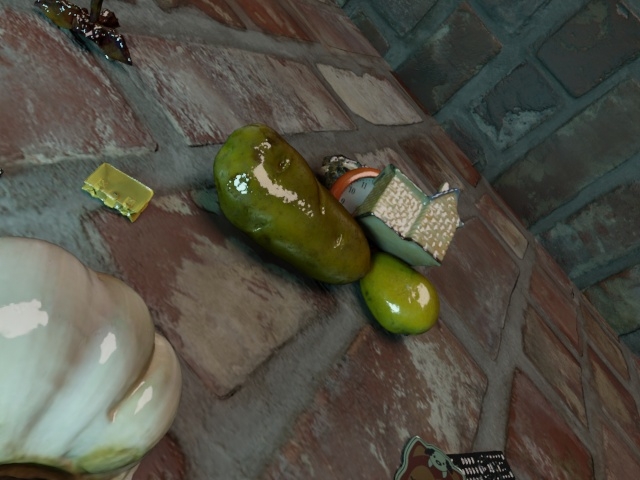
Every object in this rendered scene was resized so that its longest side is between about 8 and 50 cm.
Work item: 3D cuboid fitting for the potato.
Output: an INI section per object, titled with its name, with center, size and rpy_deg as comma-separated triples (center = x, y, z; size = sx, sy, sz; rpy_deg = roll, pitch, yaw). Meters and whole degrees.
[potato]
center = -0.043, -0.046, 0.779
size = 0.369, 0.176, 0.195
rpy_deg = 43, -1, -21

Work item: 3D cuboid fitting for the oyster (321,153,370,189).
[oyster]
center = 0.091, -0.102, 1.045
size = 0.260, 0.092, 0.198
rpy_deg = 62, 34, -12

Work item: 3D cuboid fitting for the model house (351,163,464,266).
[model house]
center = 0.182, -0.061, 0.874
size = 0.182, 0.166, 0.172
rpy_deg = 36, 75, -14

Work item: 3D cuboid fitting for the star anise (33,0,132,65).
[star anise]
center = -0.398, -0.416, 0.749
size = 0.158, 0.144, 0.141
rpy_deg = -6, 52, -51

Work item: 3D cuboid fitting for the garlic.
[garlic]
center = -0.245, 0.089, 0.369
size = 0.280, 0.185, 0.203
rpy_deg = 19, 27, -37

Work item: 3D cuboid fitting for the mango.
[mango]
center = 0.159, 0.108, 0.873
size = 0.195, 0.137, 0.098
rpy_deg = 56, -9, 18

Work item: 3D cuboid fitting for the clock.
[clock]
center = 0.102, -0.062, 0.948
size = 0.205, 0.205, 0.051
rpy_deg = 34, -8, -21

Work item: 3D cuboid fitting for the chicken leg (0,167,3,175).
[chicken leg]
center = -0.444, -0.132, 0.497
size = 0.145, 0.037, 0.062
rpy_deg = 31, 59, -24

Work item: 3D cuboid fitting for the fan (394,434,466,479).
[fan]
center = 0.166, 0.414, 0.648
size = 0.132, 0.009, 0.220
rpy_deg = 35, 35, 6

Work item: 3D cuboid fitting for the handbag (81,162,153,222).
[handbag]
center = -0.295, -0.071, 0.615
size = 0.083, 0.027, 0.061
rpy_deg = 33, 36, -18

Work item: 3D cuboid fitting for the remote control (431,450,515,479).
[remote control]
center = 0.288, 0.429, 0.783
size = 0.245, 0.025, 0.063
rpy_deg = 20, 41, -36
